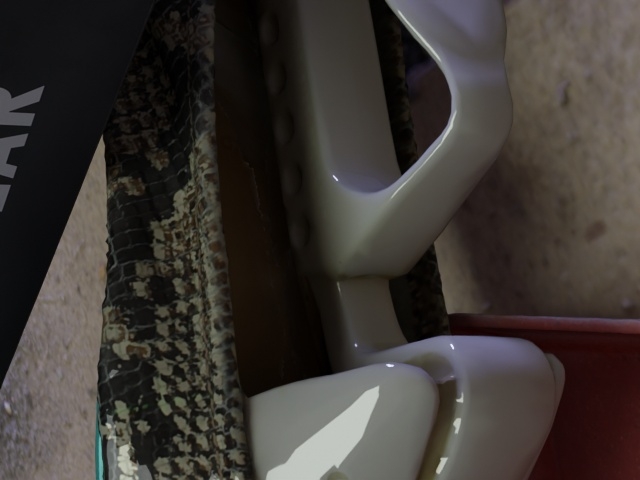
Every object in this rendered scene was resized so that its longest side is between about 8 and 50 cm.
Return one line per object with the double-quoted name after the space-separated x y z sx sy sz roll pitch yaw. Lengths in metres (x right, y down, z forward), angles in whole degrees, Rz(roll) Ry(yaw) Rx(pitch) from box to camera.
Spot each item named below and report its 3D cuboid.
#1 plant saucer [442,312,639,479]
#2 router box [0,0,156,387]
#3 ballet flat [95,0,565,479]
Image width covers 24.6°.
0.163 0.148 0.533 0.259 0.047 0.258 -2 101 54 "plant saucer"
-0.160 -0.102 0.600 0.309 0.081 0.243 -58 40 46 "router box"
0.000 0.000 0.557 0.182 0.164 0.483 -21 70 40 "ballet flat"
